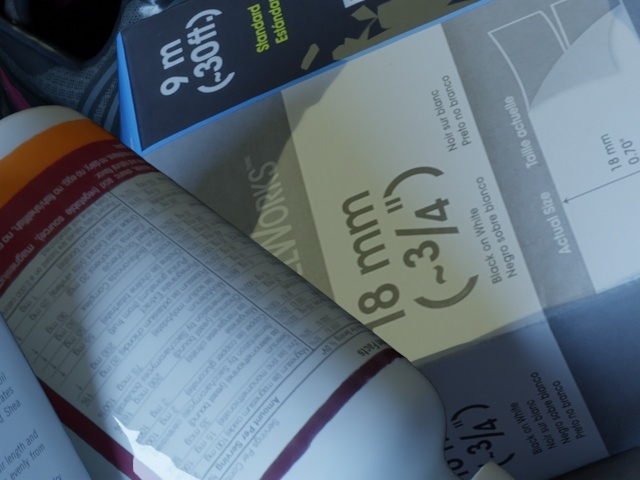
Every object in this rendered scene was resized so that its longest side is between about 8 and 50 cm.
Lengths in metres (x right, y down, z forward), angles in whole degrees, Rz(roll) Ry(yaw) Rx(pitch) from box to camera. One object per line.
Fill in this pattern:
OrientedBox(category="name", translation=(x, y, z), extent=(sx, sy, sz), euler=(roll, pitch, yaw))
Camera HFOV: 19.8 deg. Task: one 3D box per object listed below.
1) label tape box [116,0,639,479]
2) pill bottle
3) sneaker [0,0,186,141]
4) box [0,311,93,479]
OrientedBox(category="label tape box", translation=(0.000, 0.000, 0.760), extent=(0.333, 0.106, 0.241), euler=(-22, 48, 9))
OrientedBox(category="pill bottle", translation=(-0.037, 0.064, 0.593), extent=(0.121, 0.221, 0.121), euler=(-50, -11, -14))
OrientedBox(category="sneaker", translation=(-0.150, -0.137, 1.308), extent=(0.185, 0.202, 0.483), euler=(-34, 21, -25))
OrientedBox(category="box", translation=(-0.102, 0.116, 0.515), extent=(0.060, 0.244, 0.100), euler=(-9, 25, 39))
